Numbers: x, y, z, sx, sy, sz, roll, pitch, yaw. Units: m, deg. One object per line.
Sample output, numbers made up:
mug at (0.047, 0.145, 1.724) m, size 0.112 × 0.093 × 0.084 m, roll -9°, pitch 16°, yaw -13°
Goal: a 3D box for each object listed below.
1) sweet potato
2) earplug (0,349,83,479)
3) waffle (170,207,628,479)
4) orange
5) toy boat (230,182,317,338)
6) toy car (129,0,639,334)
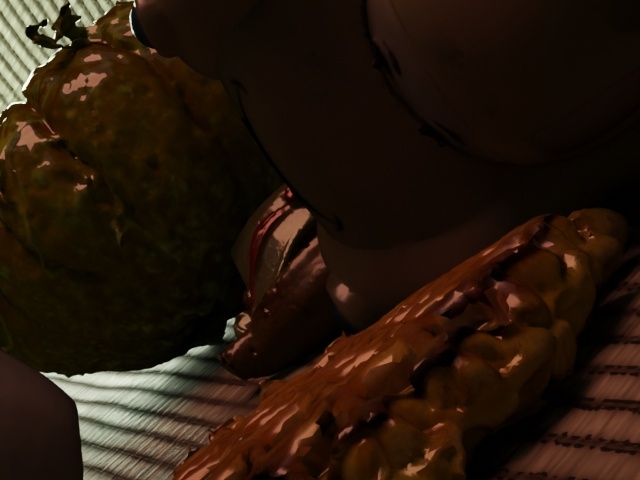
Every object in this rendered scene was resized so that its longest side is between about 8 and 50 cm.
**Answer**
sweet potato at (0.032, 0.002, 1.110) m, size 0.233 × 0.062 × 0.081 m, roll -43°, pitch -9°, yaw -27°
earplug at (-0.259, 0.179, 0.946) m, size 0.325 × 0.175 × 0.214 m, roll -41°, pitch 30°, yaw 11°
waffle at (0.023, 0.070, 0.784) m, size 0.238 × 0.059 × 0.243 m, roll -34°, pitch 5°, yaw 32°
orange at (-0.129, -0.023, 1.325) m, size 0.301 × 0.223 × 0.300 m, roll -53°, pitch -15°, yaw 21°
toy boat at (0.000, -0.001, 1.222) m, size 0.185 × 0.071 × 0.089 m, roll -38°, pitch -34°, yaw -22°
toy car at (0.091, -0.107, 0.873) m, size 0.336 × 0.242 × 0.226 m, roll -31°, pitch 12°, yaw 22°
